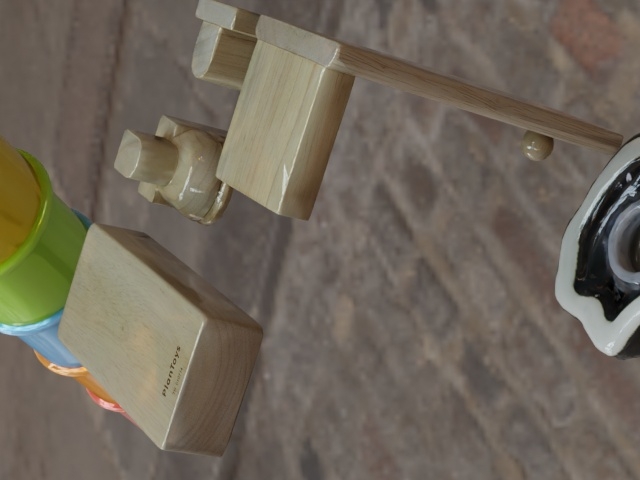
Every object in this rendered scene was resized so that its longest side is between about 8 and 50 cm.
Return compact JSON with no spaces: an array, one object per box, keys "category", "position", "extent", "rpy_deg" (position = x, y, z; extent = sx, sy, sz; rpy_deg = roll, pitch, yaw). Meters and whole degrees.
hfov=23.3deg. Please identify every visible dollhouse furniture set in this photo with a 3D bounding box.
[{"category":"dollhouse furniture set","position":[0.000,0.000,0.584],"extent":[0.144,0.123,0.151],"rpy_deg":[32,107,57]}]

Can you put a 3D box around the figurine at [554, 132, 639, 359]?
[{"category":"figurine","position":[0.225,0.058,0.569],"extent":[0.092,0.209,0.215],"rpy_deg":[-60,37,24]}]

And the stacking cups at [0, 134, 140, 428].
[{"category":"stacking cups","position":[-0.146,0.029,0.916],"extent":[0.316,0.096,0.096],"rpy_deg":[48,-165,-53]}]
